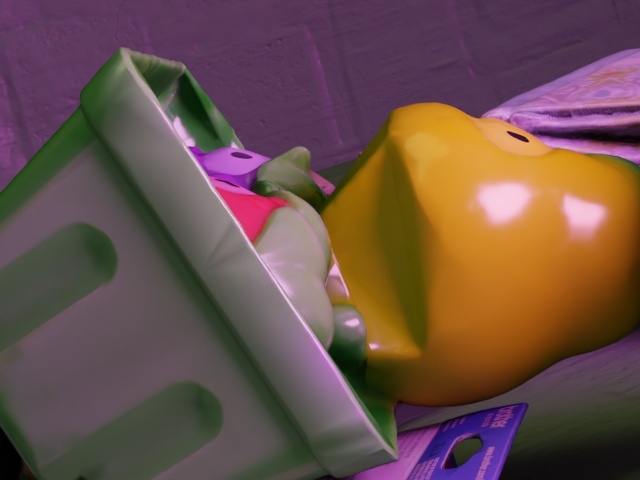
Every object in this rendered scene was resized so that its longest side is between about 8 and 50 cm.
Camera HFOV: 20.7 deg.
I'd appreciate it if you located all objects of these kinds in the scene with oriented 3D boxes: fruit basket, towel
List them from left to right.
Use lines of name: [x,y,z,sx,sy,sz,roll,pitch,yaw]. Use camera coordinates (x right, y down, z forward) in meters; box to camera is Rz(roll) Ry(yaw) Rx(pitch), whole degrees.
fruit basket: [0.000,0.000,1.008,0.392,0.283,0.392,-33,3,2]
towel: [0.332,-0.097,1.346,0.321,0.090,0.374,0,15,34]

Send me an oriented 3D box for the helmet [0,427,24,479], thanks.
helmet: [-0.313,0.153,1.268,0.162,0.169,0.169,-14,5,-31]

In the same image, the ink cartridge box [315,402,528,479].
ink cartridge box: [-0.040,0.166,0.945,0.311,0.065,0.186,-16,5,15]

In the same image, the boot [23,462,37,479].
boot: [-0.203,0.140,1.483,0.248,0.090,0.207,-49,6,-37]

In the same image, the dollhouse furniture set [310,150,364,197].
dollhouse furniture set: [0.058,0.088,1.366,0.303,0.173,0.355,-20,32,-25]
